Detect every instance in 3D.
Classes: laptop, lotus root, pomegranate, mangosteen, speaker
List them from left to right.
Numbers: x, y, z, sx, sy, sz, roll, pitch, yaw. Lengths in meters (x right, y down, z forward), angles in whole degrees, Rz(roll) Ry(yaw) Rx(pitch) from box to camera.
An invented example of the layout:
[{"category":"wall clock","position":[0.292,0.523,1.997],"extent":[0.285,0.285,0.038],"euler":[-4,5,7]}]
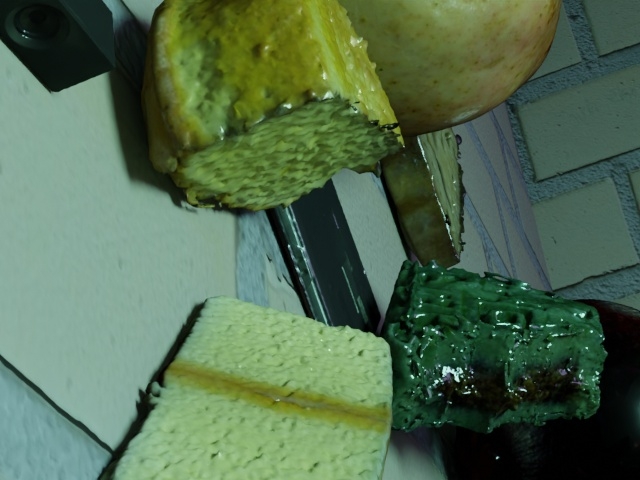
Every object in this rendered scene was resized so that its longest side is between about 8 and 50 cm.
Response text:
[{"category":"speaker","position":[-0.165,-0.150,0.598],"extent":[0.191,0.040,0.046],"euler":[52,22,-51]},{"category":"laptop","position":[0.000,0.000,1.034],"extent":[0.154,0.026,0.207],"euler":[-55,126,-72]},{"category":"lotus root","position":[0.117,-0.097,1.479],"extent":[0.261,0.074,0.170],"euler":[-80,147,-58]},{"category":"pomegranate","position":[0.097,-0.263,1.125],"extent":[0.338,0.338,0.338],"euler":[-18,90,-75]},{"category":"mangosteen","position":[0.312,0.203,1.310],"extent":[0.307,0.346,0.307],"euler":[41,-43,53]}]

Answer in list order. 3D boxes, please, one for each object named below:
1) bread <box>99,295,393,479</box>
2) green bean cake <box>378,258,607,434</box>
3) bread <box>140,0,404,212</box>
[{"category":"bread","position":[-0.041,0.161,0.703],"extent":[0.240,0.135,0.178],"euler":[-72,174,-67]},{"category":"green bean cake","position":[0.150,0.102,1.082],"extent":[0.193,0.208,0.107],"euler":[-70,173,-72]},{"category":"bread","position":[-0.031,-0.104,0.820],"extent":[0.229,0.143,0.140],"euler":[21,53,-74]}]
